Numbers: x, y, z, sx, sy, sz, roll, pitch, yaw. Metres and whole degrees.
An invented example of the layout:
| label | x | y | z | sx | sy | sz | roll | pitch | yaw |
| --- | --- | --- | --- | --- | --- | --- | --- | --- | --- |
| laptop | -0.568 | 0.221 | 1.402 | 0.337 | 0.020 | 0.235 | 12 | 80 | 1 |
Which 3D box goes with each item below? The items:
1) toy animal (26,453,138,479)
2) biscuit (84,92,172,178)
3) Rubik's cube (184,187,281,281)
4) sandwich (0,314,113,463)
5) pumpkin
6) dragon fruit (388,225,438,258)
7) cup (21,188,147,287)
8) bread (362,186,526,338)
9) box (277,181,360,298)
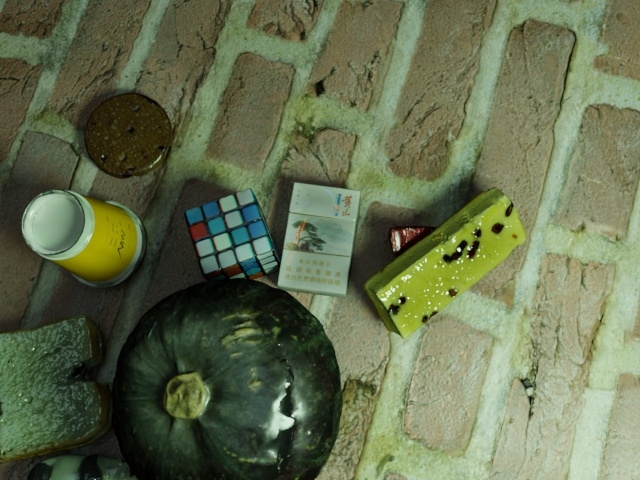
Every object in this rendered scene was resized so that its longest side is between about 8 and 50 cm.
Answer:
| label | x | y | z | sx | sy | sz | roll | pitch | yaw |
| --- | --- | --- | --- | --- | --- | --- | --- | --- | --- |
| toy animal | -0.482 | 0.494 | 1.538 | 0.225 | 0.094 | 0.121 | -6 | 66 | 4 |
| biscuit | -0.443 | -0.242 | 1.746 | 0.212 | 0.036 | 0.212 | -1 | 74 | 5 |
| Rubik's cube | -0.181 | 0.001 | 1.603 | 0.155 | 0.154 | 0.151 | -19 | 75 | -1 |
| sandwich | -0.562 | 0.306 | 1.587 | 0.248 | 0.095 | 0.273 | -13 | 74 | -3 |
| pumpkin | -0.173 | 0.295 | 1.431 | 0.454 | 0.344 | 0.455 | -3 | 82 | 21 |
| dragon fruit | 0.201 | 0.020 | 1.609 | 0.162 | 0.083 | 0.107 | -2 | 96 | -28 |
| cup | -0.487 | -0.008 | 1.569 | 0.196 | 0.280 | 0.197 | -1 | 80 | 8 |
| bread | 0.265 | 0.042 | 1.553 | 0.361 | 0.077 | 0.138 | -37 | 119 | -11 |
| box | 0.000 | -0.001 | 1.636 | 0.149 | 0.067 | 0.233 | 7 | 76 | 6 |
